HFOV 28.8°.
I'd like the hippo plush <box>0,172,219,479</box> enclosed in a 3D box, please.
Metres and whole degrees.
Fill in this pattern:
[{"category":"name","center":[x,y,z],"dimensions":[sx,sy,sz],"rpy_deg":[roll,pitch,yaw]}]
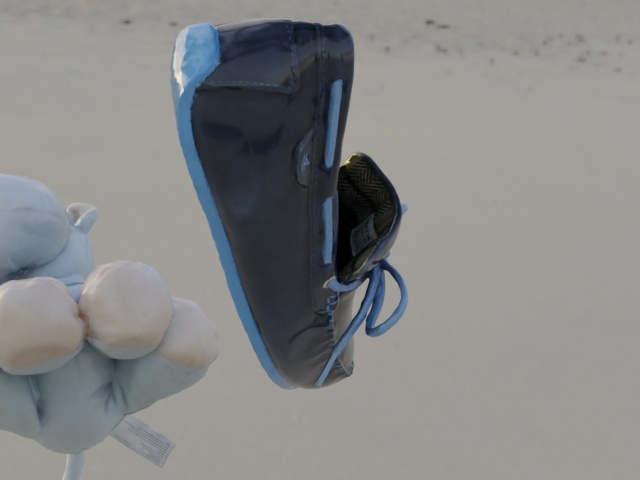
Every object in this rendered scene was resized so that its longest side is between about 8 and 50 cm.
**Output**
[{"category":"hippo plush","center":[-0.222,0.050,1.119],"dimensions":[0.234,0.237,0.294],"rpy_deg":[-25,-35,7]}]

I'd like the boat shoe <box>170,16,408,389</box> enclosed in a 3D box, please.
[{"category":"boat shoe","center":[0.000,0.000,0.595],"dimensions":[0.089,0.109,0.258],"rpy_deg":[-11,-29,4]}]
